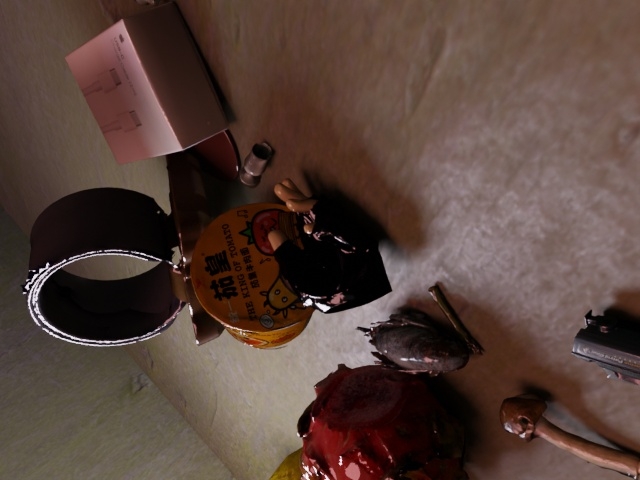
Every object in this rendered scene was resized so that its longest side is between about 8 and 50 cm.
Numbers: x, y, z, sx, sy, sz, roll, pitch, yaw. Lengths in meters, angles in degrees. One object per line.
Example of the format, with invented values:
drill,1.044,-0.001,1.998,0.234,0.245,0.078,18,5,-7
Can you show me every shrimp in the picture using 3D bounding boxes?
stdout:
shrimp,0.120,0.146,0.975,0.233,0.079,0.090,9,94,56

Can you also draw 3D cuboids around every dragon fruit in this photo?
dragon fruit,0.107,0.351,1.055,0.269,0.250,0.290,-1,118,35

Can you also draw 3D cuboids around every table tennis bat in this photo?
table tennis bat,-0.235,-0.193,1.166,0.274,0.021,0.154,31,145,32

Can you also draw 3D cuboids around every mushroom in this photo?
mushroom,0.314,0.241,0.824,0.187,0.061,0.060,19,152,29

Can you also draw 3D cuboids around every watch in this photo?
watch,-0.358,0.028,1.199,0.335,0.327,0.314,95,161,-49

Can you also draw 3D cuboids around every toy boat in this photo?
toy boat,0.321,0.113,0.647,0.141,0.055,0.060,14,126,49

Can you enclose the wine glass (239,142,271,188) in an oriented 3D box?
wine glass,-0.099,-0.116,1.029,0.039,0.042,0.083,25,151,-10

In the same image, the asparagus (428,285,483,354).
asparagus,0.181,0.109,0.897,0.114,0.014,0.015,54,169,-5

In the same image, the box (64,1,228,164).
box,-0.281,-0.241,1.069,0.252,0.106,0.203,0,117,50

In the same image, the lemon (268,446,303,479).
lemon,0.038,0.547,1.320,0.336,0.336,0.336,37,148,27

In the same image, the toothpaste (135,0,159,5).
toothpaste,-0.307,-0.406,1.013,0.197,0.035,0.057,41,134,23

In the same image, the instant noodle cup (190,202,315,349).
instant noodle cup,-0.091,0.071,1.075,0.216,0.216,0.172,43,160,17

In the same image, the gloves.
gloves,0.000,0.000,0.943,0.164,0.124,0.203,-27,73,33
